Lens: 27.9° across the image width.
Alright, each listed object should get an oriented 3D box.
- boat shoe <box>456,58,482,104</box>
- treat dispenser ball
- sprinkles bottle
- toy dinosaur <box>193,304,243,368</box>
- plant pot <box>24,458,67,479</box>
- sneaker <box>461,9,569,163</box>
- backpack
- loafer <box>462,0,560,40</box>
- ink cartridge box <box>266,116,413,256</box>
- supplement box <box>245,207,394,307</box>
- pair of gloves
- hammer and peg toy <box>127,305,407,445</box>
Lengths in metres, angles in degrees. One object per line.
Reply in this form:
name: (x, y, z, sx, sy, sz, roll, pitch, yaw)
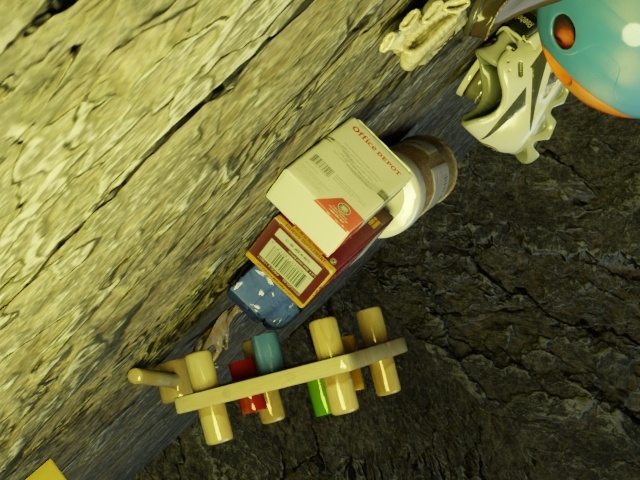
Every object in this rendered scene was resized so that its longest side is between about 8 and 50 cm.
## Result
boat shoe: (0.338, -0.312, 2.042, 0.305, 0.091, 0.109, -44, 175, -20)
treat dispenser ball: (0.434, -0.306, 1.720, 0.288, 0.288, 0.288, -45, 175, -5)
sprinkles bottle: (0.122, -0.087, 1.933, 0.121, 0.121, 0.355, -46, 175, 16)
toy dinosaur: (-0.169, 0.153, 2.022, 0.183, 0.053, 0.093, -51, 167, -54)
plant pot: (-0.373, 0.360, 1.727, 0.081, 0.083, 0.081, -41, 173, -43)
sneaker: (0.314, -0.290, 1.915, 0.331, 0.146, 0.122, -68, -159, 5)
backpack: (-0.057, 0.056, 1.760, 0.120, 0.101, 0.098, -46, -175, -12)
loafer: (0.251, -0.300, 1.458, 0.220, 0.078, 0.080, -45, 175, -6)
ink cartridge box: (0.022, -0.061, 1.416, 0.135, 0.099, 0.056, -40, 173, -42)
supplement box: (0.002, -0.007, 1.685, 0.081, 0.104, 0.188, -49, 174, 37)
pair of gloves: (0.156, -0.259, 1.225, 0.240, 0.042, 0.204, -44, 179, 15)
hammer and peg toy: (-0.084, 0.195, 1.740, 0.361, 0.127, 0.266, -16, 176, 19)
